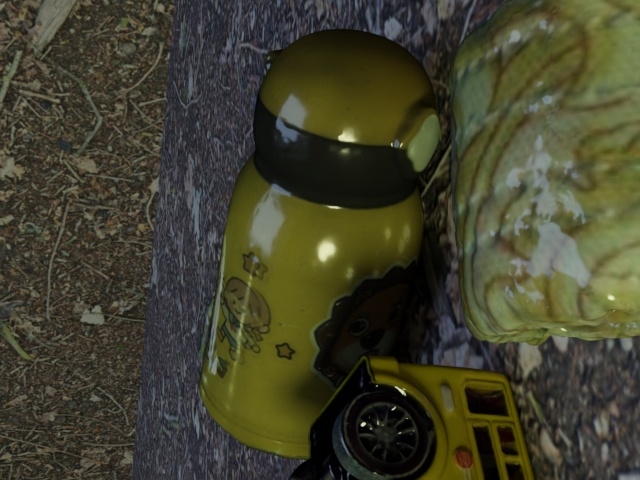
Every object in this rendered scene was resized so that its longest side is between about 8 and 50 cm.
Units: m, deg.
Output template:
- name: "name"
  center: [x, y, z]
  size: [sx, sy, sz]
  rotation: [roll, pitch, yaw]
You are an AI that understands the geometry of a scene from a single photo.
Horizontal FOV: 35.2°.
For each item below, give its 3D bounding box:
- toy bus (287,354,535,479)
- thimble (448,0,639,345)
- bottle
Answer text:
- name: "toy bus"
  center: [0.075, 0.245, 0.624]
  size: [0.145, 0.151, 0.331]
  rotation: [122, 146, -51]
- name: "thimble"
  center: [0.126, -0.027, 0.471]
  size: [0.190, 0.138, 0.143]
  rotation: [121, 147, -80]
- name: "bottle"
  center: [0.000, 0.000, 0.832]
  size: [0.171, 0.172, 0.351]
  rotation: [-114, 29, -53]
